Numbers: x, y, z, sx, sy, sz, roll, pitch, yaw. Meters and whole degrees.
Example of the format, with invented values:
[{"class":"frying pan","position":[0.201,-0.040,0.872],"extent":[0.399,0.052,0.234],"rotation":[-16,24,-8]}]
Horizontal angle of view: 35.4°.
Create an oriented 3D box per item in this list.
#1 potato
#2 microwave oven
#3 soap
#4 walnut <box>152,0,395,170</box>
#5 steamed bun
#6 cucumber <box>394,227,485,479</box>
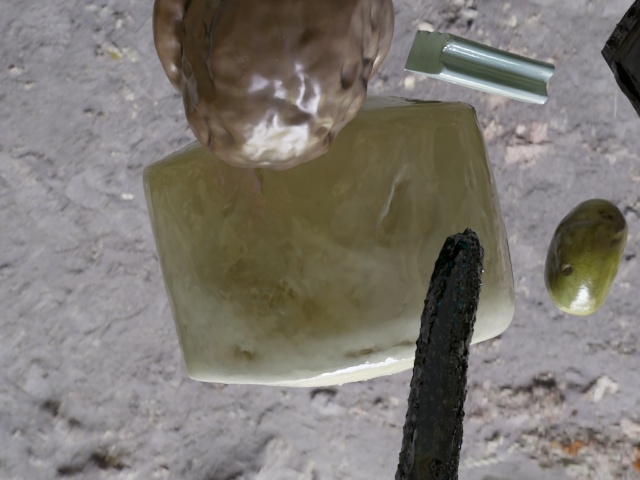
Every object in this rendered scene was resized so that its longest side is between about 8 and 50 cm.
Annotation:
[{"class":"potato","position":[0.534,0.033,2.026],"extent":[0.148,0.197,0.228],"rotation":[29,149,22]},{"class":"microwave oven","position":[0.616,-0.301,1.694],"extent":[0.188,0.247,0.178],"rotation":[16,128,-23]},{"class":"soap","position":[0.237,-0.261,1.508],"extent":[0.198,0.119,0.066],"rotation":[10,98,-27]},{"class":"walnut","position":[-0.049,-0.208,1.019],"extent":[0.273,0.227,0.273],"rotation":[40,142,41]},{"class":"steamed bun","position":[0.000,0.000,1.275],"extent":[0.456,0.290,0.371],"rotation":[-12,96,15]},{"class":"cucumber","position":[0.088,0.085,0.718],"extent":[0.043,0.257,0.044],"rotation":[0,138,19]}]
